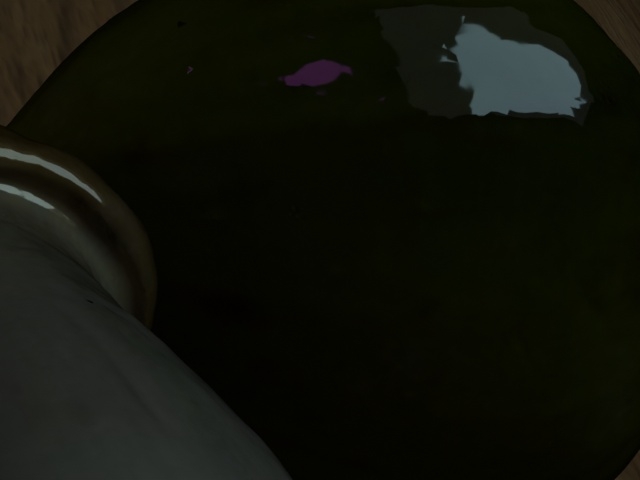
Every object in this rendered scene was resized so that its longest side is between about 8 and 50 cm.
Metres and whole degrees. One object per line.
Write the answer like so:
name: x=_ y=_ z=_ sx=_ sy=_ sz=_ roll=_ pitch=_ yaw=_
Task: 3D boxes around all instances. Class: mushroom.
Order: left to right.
mushroom: x=-0.053 y=0.088 z=0.384 sx=0.128 sy=0.128 sz=0.350 roll=29 pitch=20 yaw=-34

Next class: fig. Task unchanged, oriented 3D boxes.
fig: x=0.000 y=0.000 z=0.603 sx=0.225 sy=0.203 sz=0.203 roll=-5 pitch=41 yaw=-19
